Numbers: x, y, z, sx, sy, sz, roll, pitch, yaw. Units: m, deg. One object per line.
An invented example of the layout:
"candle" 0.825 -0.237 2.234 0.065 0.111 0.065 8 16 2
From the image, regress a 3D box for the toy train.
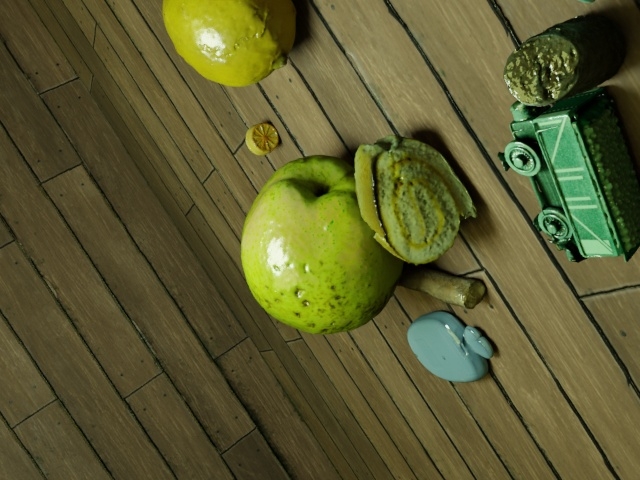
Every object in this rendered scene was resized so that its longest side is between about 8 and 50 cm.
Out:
"toy train" 0.370 -0.094 0.971 0.154 0.115 0.269 -6 115 53

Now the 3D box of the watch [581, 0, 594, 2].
"watch" 0.290 -0.379 0.729 0.237 0.068 0.195 27 132 4

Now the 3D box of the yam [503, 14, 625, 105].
"yam" 0.315 -0.230 0.850 0.107 0.183 0.107 23 127 35

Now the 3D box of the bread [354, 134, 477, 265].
"bread" 0.169 -0.083 1.258 0.257 0.186 0.124 63 171 -4

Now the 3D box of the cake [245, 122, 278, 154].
"cake" -0.150 -0.262 1.718 0.084 0.084 0.044 60 152 -8

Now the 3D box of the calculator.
"calculator" 0.301 0.254 1.575 0.188 0.042 0.303 56 158 1

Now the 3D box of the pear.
"pear" 0.000 0.000 1.457 0.391 0.391 0.391 41 151 29

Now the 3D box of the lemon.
"lemon" -0.188 -0.455 1.359 0.283 0.261 0.261 61 154 -9

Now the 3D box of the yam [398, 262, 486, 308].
"yam" 0.236 0.091 1.478 0.300 0.066 0.066 16 133 56
